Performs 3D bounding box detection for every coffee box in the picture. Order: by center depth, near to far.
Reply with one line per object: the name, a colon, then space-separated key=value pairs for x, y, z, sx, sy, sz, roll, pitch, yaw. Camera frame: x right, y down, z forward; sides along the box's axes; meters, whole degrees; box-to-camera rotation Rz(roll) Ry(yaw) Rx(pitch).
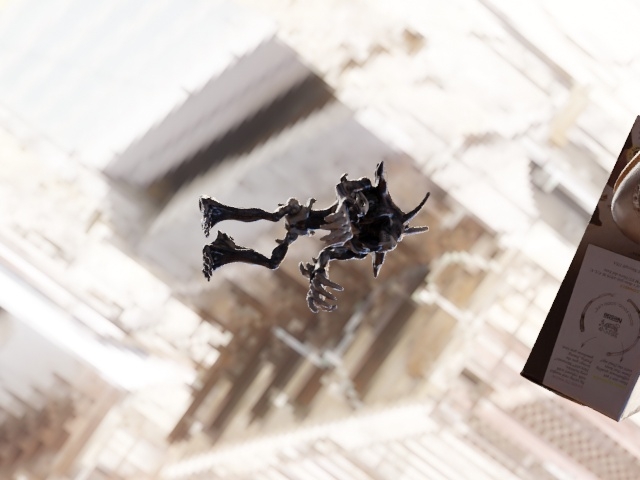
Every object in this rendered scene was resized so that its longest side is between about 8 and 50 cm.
coffee box: x=0.337 y=0.028 z=1.979 sx=0.297 sy=0.119 sz=0.168 roll=-67 pitch=161 yaw=9

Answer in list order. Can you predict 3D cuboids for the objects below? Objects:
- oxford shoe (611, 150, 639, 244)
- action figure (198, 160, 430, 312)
oxford shoe: x=0.356 y=-0.031 z=1.708 sx=0.133 sy=0.130 sz=0.364 roll=-44 pitch=-169 yaw=-22
action figure: x=0.000 y=0.000 z=2.194 sx=0.141 sy=0.276 sz=0.164 roll=-102 pitch=-169 yaw=-51
